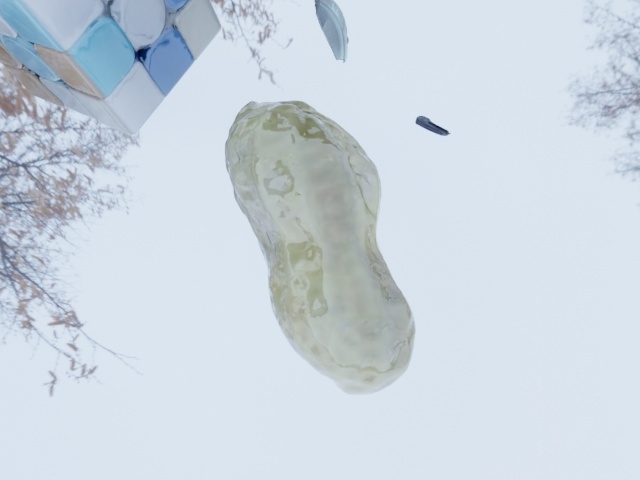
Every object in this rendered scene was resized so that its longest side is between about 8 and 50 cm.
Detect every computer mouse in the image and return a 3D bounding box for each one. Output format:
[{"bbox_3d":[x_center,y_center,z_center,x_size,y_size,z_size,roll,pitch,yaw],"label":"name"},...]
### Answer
[{"bbox_3d":[0.048,-0.658,1.488,0.071,0.231,0.126,-19,-136,15],"label":"computer mouse"}]

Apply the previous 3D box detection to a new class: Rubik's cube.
[{"bbox_3d":[-0.469,-0.478,0.952,0.344,0.347,0.347,25,-107,21],"label":"Rubik's cube"}]

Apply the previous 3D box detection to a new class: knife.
[{"bbox_3d":[0.265,-0.268,1.136,0.031,0.018,0.121,-15,-142,-25],"label":"knife"}]

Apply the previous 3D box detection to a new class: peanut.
[{"bbox_3d":[0.000,0.000,0.486,0.149,0.149,0.313,-13,-99,-16],"label":"peanut"}]
